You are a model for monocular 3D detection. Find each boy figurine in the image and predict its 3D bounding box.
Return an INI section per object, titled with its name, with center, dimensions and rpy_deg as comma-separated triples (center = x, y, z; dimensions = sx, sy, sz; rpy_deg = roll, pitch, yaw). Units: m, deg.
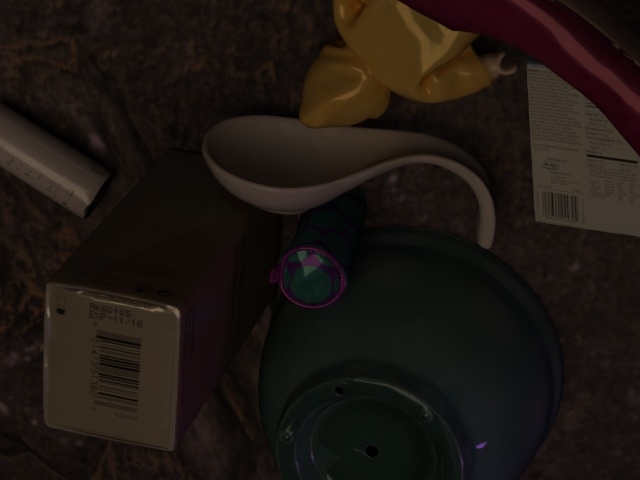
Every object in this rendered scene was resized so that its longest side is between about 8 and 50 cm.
[boy figurine]
center = 0.090, -0.191, 1.644
dimensions = 0.177, 0.092, 0.285
rpy_deg = 39, 119, -5

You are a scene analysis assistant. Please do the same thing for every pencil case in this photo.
[pencil case]
center = 0.000, 0.000, 1.724
dimensions = 0.070, 0.151, 0.064
rpy_deg = 11, 119, 2

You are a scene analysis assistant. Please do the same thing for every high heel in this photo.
[high heel]
center = 0.190, -0.124, 1.505
dimensions = 0.377, 0.127, 0.181
rpy_deg = 20, 115, 23

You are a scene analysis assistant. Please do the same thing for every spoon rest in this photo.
[spoon rest]
center = 0.030, -0.064, 1.696
dimensions = 0.276, 0.137, 0.084
rpy_deg = 11, 120, -10

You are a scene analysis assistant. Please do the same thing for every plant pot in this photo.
[plant pot]
center = 0.066, 0.160, 1.756
dimensions = 0.293, 0.196, 0.293
rpy_deg = 7, 117, 13

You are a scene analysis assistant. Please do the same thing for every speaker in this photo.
[speaker]
center = -0.270, -0.078, 1.822
dimensions = 0.136, 0.055, 0.055
rpy_deg = 32, 119, 0

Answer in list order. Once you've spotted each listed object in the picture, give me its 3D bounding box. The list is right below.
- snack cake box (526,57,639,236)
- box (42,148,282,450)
[snack cake box]
center = 0.311, -0.081, 1.591
dimensions = 0.264, 0.089, 0.152
rpy_deg = 10, 117, 32
[box]
center = -0.135, 0.044, 1.694
dimensions = 0.121, 0.311, 0.148
rpy_deg = 10, 117, 12
